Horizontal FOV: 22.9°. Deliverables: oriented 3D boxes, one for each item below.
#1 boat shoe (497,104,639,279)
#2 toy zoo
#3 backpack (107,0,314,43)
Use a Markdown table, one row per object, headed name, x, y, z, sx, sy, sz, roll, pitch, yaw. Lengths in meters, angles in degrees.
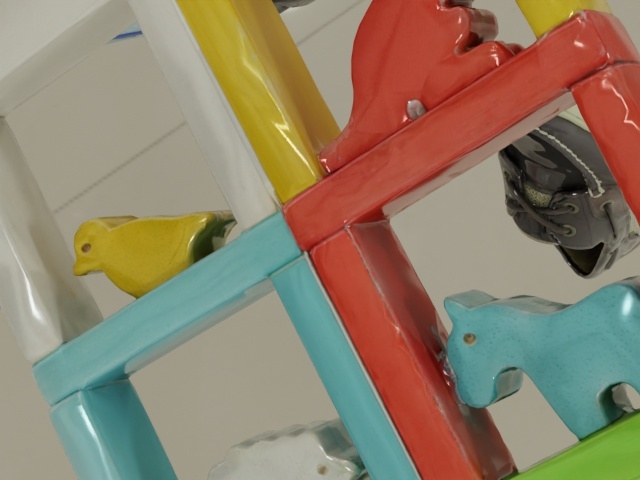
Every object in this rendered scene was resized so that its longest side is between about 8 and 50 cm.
| name | x | y | z | sx | sy | sz | roll | pitch | yaw |
| --- | --- | --- | --- | --- | --- | --- | --- | --- | --- |
| boat shoe | 0.175 | -0.038 | 1.112 | 0.092 | 0.103 | 0.285 | -55 | 152 | 0 |
| toy zoo | 0.000 | 0.000 | 0.419 | 0.030 | 0.192 | 0.293 | -8 | 70 | -63 |
| backpack | -0.210 | -0.236 | 1.029 | 0.355 | 0.273 | 0.290 | -19 | 89 | -19 |
